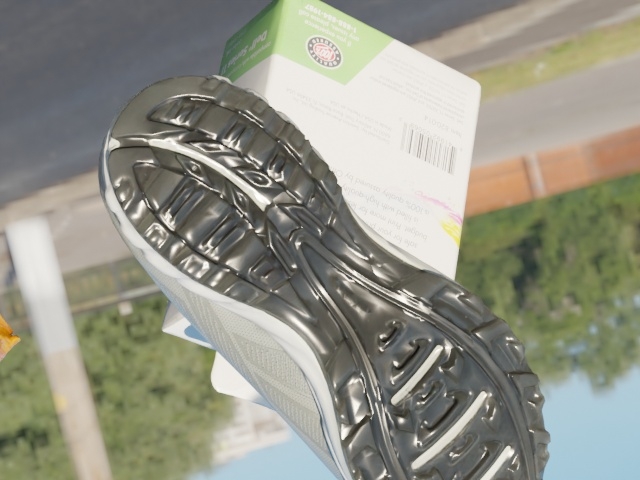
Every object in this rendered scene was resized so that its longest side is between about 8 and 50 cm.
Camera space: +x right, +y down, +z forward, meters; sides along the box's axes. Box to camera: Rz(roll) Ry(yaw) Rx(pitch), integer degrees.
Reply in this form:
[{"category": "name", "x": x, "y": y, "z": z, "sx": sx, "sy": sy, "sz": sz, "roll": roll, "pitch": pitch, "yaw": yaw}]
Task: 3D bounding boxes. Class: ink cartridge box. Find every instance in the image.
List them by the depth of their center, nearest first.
[{"category": "ink cartridge box", "x": 0.000, "y": 0.000, "z": 1.306, "sx": 0.207, "sy": 0.353, "sz": 0.119, "roll": 24, "pitch": 151, "yaw": -25}]

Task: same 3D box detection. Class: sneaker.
[{"category": "sneaker", "x": 0.003, "y": 0.036, "z": 0.728, "sx": 0.100, "sy": 0.271, "sz": 0.108, "roll": -44, "pitch": -168, "yaw": -14}]

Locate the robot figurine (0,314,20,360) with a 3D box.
[{"category": "robot figurine", "x": -0.302, "y": 0.112, "z": 0.861, "sx": 0.291, "sy": 0.085, "sz": 0.211, "roll": -42, "pitch": 161, "yaw": -14}]
